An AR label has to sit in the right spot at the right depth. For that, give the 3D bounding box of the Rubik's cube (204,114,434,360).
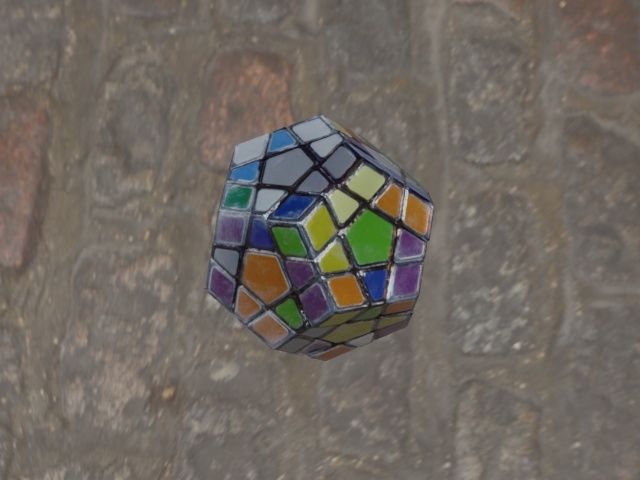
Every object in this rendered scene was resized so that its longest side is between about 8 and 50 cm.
[{"bbox_3d":[0.000,0.000,0.584,0.111,0.093,0.111,-12,45,13],"label":"Rubik's cube"}]
